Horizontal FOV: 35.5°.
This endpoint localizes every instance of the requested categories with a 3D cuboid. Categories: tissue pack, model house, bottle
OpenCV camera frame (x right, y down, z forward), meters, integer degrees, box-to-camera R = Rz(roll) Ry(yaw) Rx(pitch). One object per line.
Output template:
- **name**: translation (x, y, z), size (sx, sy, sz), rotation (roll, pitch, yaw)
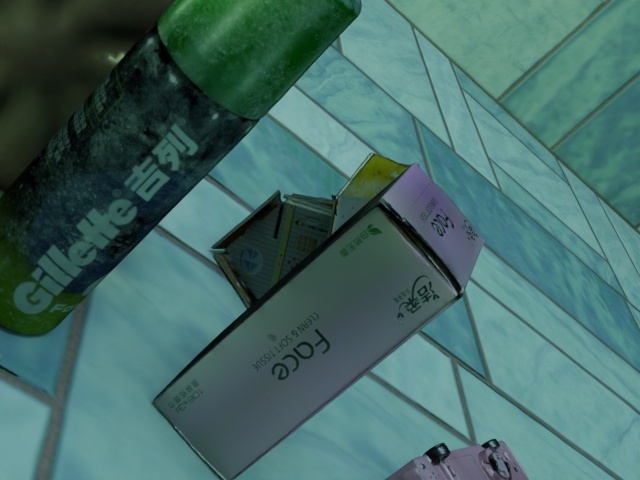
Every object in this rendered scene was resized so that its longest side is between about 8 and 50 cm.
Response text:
- **tissue pack**: translation (0.004, 0.060, 0.777), size (0.092, 0.246, 0.148), rotation (47, 22, -1)
- **model house**: translation (0.000, 0.000, 1.028), size (0.136, 0.207, 0.219), rotation (17, 10, 27)
- **bottle**: translation (-0.115, -0.069, 0.663), size (0.093, 0.330, 0.093), rotation (38, 24, -21)

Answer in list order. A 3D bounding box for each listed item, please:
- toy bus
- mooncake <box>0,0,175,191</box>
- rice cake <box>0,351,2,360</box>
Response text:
- **toy bus**: translation (0.120, 0.229, 0.915), size (0.203, 0.090, 0.063), rotation (9, 44, -56)
- **mooncake**: translation (-0.184, -0.161, 0.772), size (0.306, 0.306, 0.154), rotation (44, 28, -10)
- **rice cake**: translation (-0.278, -0.014, 0.661), size (0.245, 0.042, 0.045), rotation (56, 21, 20)
